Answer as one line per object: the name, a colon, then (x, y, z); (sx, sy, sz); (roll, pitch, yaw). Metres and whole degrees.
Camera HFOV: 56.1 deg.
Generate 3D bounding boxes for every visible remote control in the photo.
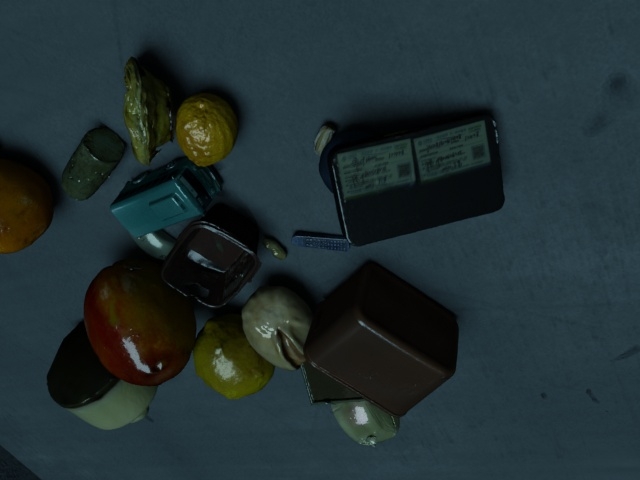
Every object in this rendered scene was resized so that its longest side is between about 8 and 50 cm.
remote control: (0.000, 0.001, 1.559); (0.152, 0.027, 0.044); (7, 125, 10)

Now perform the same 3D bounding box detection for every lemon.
lemon: (-0.256, -0.245, 1.353); (0.142, 0.142, 0.187); (16, 135, 5)
lemon: (-0.259, 0.344, 1.800); (0.233, 0.233, 0.288); (-18, 118, 30)

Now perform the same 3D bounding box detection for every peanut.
peanut: (-0.122, 0.022, 1.610); (0.083, 0.037, 0.037); (41, 129, -20)

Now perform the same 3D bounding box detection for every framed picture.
framed picture: (0.065, 0.395, 1.817); (0.281, 0.019, 0.209); (-11, 97, 27)

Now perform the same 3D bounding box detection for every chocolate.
chocolate: (-0.702, 0.460, 2.021); (0.314, 0.326, 0.297); (-10, 142, 22)

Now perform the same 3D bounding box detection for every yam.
yam: (-0.586, -0.190, 1.531); (0.107, 0.107, 0.194); (39, 131, -16)

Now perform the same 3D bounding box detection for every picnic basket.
picnic basket: (-0.278, 0.035, 1.608); (0.222, 0.129, 0.297); (32, 132, -13)

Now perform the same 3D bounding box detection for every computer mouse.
computer mouse: (-0.476, -0.002, 1.693); (0.089, 0.056, 0.181); (-33, 113, 32)

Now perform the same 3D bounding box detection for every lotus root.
lotus root: (0.009, -0.230, 1.353); (0.037, 0.030, 0.083); (27, 131, 3)

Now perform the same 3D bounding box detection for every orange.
orange: (-0.858, -0.097, 1.616); (0.261, 0.261, 0.261); (9, 131, 11)

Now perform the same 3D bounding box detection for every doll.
doll: (0.117, -0.136, 1.334); (0.258, 0.154, 0.228); (38, 134, -7)

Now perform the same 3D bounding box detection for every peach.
peach: (-0.508, 0.238, 1.715); (0.372, 0.289, 0.373); (25, 124, 44)

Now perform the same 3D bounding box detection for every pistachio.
pistachio: (-0.102, 0.257, 1.702); (0.193, 0.214, 0.318); (-25, 133, 3)

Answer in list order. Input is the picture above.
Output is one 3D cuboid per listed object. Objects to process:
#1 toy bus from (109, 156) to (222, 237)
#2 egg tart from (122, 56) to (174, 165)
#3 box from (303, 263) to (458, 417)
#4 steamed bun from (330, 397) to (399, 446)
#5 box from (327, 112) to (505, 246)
toy bus: (-0.389, -0.109, 1.510); (0.256, 0.147, 0.128); (-16, 124, 30)
egg tart: (-0.381, -0.285, 1.330); (0.105, 0.241, 0.241); (-6, 134, -16)
box: (0.170, 0.257, 1.583); (0.339, 0.239, 0.229); (34, 129, -11)
steamed bun: (0.136, 0.555, 1.903); (0.170, 0.153, 0.239); (-28, 116, 33)
box: (0.199, -0.126, 1.235); (0.350, 0.058, 0.211); (-13, 107, -5)
